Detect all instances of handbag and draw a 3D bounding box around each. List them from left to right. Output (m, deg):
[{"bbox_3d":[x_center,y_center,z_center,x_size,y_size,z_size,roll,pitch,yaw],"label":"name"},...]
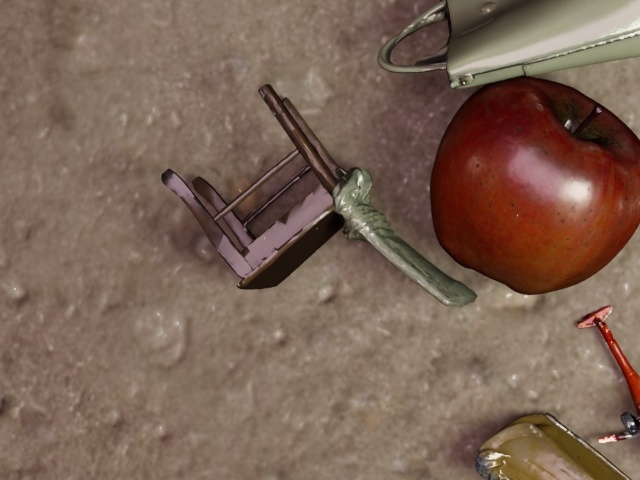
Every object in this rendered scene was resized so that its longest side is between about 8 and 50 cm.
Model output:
[{"bbox_3d":[0.207,-0.247,1.745,0.315,0.241,0.109,-9,124,10],"label":"handbag"}]

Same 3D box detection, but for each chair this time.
[{"bbox_3d":[0.000,0.000,1.836,0.186,0.160,0.319,-41,82,7],"label":"chair"}]

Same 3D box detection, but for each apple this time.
[{"bbox_3d":[0.229,-0.057,1.747,0.234,0.234,0.234,1,92,14],"label":"apple"}]

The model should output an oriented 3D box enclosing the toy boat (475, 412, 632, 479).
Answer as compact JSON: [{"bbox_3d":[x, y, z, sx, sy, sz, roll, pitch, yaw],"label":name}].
[{"bbox_3d":[0.303,0.319,1.805,0.321,0.089,0.121,40,106,8],"label":"toy boat"}]

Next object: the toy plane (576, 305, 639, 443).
[{"bbox_3d":[0.352,0.159,1.797,0.126,0.077,0.194,-10,81,6],"label":"toy plane"}]
